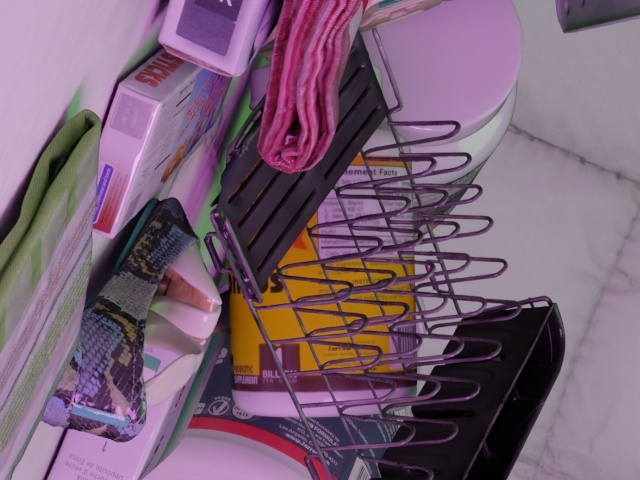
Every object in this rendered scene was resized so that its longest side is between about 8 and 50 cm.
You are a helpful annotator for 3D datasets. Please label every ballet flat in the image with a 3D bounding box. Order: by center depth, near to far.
[{"bbox_3d":[-0.082,0.040,0.840,0.188,0.070,0.070,-64,176,-59],"label":"ballet flat"}]

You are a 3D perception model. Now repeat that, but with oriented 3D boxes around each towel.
[{"bbox_3d":[-0.114,0.034,0.652,0.152,0.023,0.113,106,5,-54],"label":"towel"},{"bbox_3d":[0.053,-0.209,0.772,0.237,0.037,0.329,109,3,-71],"label":"towel"}]

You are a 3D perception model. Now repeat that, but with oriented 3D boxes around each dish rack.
[{"bbox_3d":[0.040,0.024,0.976,0.208,0.074,0.271,-56,133,-44],"label":"dish rack"}]

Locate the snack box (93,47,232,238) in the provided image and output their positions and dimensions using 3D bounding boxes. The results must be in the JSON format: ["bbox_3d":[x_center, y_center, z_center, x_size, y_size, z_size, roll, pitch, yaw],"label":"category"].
[{"bbox_3d":[-0.066,-0.058,0.780,0.178,0.022,0.064,-61,172,-69],"label":"snack box"}]

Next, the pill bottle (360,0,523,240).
[{"bbox_3d":[0.055,-0.100,1.289,0.278,0.162,0.162,113,1,-74],"label":"pill bottle"}]

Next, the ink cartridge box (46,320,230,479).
[{"bbox_3d":[-0.126,0.147,1.033,0.181,0.056,0.224,-2,113,-87],"label":"ink cartridge box"}]

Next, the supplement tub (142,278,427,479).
[{"bbox_3d":[-0.031,0.140,1.395,0.191,0.191,0.272,110,3,-46],"label":"supplement tub"}]

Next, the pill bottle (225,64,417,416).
[{"bbox_3d":[0.000,0.000,1.095,0.117,0.117,0.215,51,37,-87],"label":"pill bottle"}]

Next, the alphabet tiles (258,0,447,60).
[{"bbox_3d":[0.096,-0.160,1.011,0.278,0.284,0.021,-19,90,-87],"label":"alphabet tiles"}]

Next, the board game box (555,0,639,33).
[{"bbox_3d":[0.227,-0.352,1.214,0.390,0.050,0.390,-161,-115,-81],"label":"board game box"}]

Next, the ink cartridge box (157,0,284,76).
[{"bbox_3d":[0.004,-0.201,0.736,0.206,0.045,0.208,-64,174,-58],"label":"ink cartridge box"}]
